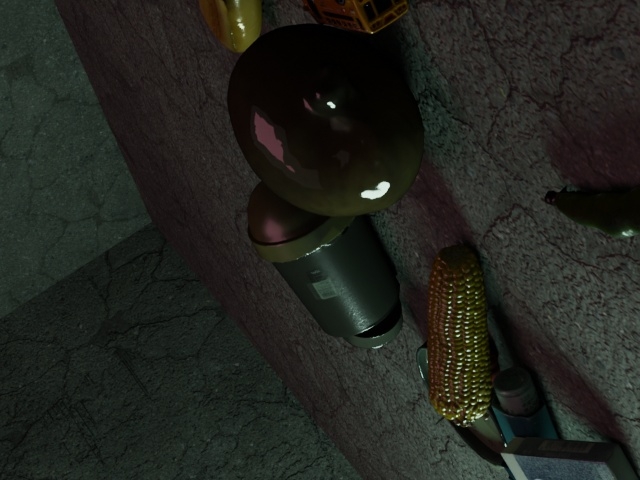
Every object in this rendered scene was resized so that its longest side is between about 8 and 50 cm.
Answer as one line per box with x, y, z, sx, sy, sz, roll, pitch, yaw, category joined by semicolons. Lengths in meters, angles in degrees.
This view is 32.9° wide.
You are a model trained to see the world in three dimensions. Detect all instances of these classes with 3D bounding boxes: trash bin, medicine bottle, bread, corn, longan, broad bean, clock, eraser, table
0.000;0.000;1.983;0.334;0.214;0.214;55;168;-29;trash bin
0.343;0.319;1.809;0.124;0.079;0.258;28;149;52;medicine bottle
-0.153;-0.438;1.734;0.142;0.091;0.305;57;168;27;bread
0.214;0.152;1.712;0.106;0.106;0.305;35;138;55;corn
0.010;-0.167;1.500;0.300;0.243;0.300;26;164;8;longan
0.327;-0.031;1.169;0.060;0.043;0.297;68;165;-7;broad bean
0.278;0.294;2.013;0.280;0.055;0.280;51;164;21;clock
0.385;0.353;1.680;0.212;0.046;0.092;-7;121;52;eraser
0.094;0.144;2.126;0.133;0.133;0.043;47;162;30;table

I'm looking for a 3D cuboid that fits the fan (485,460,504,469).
0.349;0.420;2.150;0.310;0.010;0.182;36;156;54;fan

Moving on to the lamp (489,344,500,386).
0.252;0.213;1.846;0.107;0.092;0.107;15;118;31;lamp

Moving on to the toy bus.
0.029;-0.324;1.409;0.194;0.083;0.088;31;152;57;toy bus
